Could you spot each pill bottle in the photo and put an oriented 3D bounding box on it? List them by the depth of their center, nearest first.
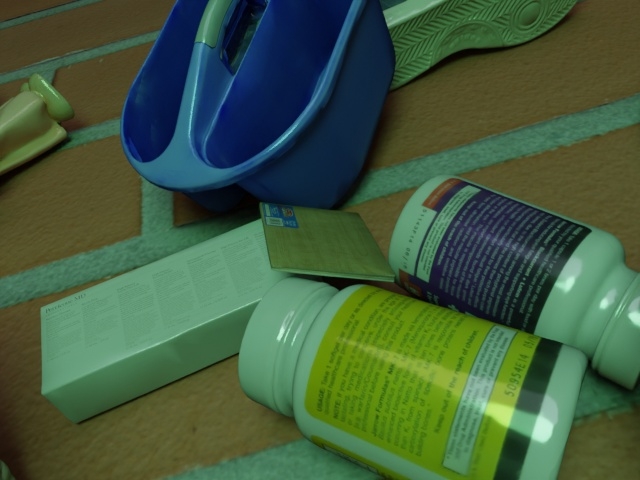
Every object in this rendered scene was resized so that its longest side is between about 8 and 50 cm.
[{"bbox_3d":[0.056,0.098,0.378,0.209,0.119,0.119,16,53,27],"label":"pill bottle"},{"bbox_3d":[0.157,0.028,0.426,0.193,0.108,0.108,28,59,36],"label":"pill bottle"}]

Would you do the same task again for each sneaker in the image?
[{"bbox_3d":[0.175,-0.325,0.748,0.350,0.131,0.148,-20,49,-4],"label":"sneaker"}]

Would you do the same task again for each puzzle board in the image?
[{"bbox_3d":[0.000,0.000,0.471,0.096,0.011,0.128,5,24,-13],"label":"puzzle board"}]

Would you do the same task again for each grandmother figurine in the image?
[{"bbox_3d":[-0.479,-0.082,0.718,0.342,0.104,0.208,-51,21,-26],"label":"grandmother figurine"}]

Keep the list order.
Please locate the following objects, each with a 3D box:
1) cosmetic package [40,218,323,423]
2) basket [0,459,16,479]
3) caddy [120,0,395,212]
[{"bbox_3d":[-0.120,0.063,0.501,0.239,0.060,0.099,-22,47,-7],"label":"cosmetic package"},{"bbox_3d":[-0.341,0.182,0.219,0.328,0.266,0.331,-29,15,-13],"label":"basket"},{"bbox_3d":[-0.065,-0.182,0.583,0.241,0.179,0.341,8,67,28],"label":"caddy"}]
